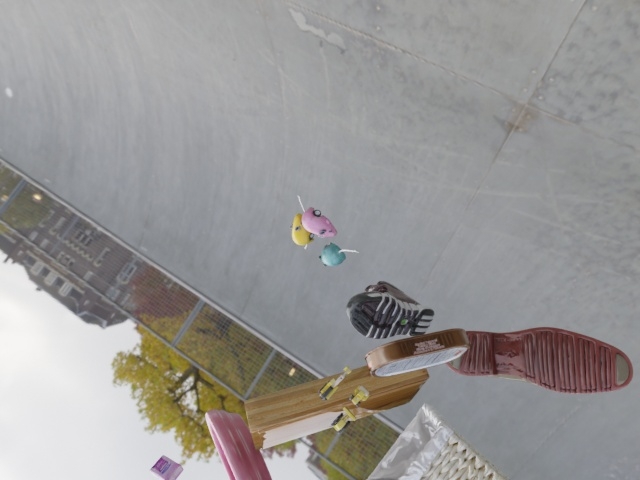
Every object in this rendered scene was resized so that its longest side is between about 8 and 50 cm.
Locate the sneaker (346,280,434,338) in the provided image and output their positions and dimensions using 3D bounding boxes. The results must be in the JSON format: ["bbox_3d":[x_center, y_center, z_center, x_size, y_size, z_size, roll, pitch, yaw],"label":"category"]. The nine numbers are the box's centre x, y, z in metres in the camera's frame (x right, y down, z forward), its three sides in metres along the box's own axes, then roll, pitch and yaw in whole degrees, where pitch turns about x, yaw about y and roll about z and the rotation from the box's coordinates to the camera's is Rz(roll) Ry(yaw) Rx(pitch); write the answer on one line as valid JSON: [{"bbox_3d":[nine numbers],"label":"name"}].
[{"bbox_3d":[0.133,0.153,1.049,0.281,0.106,0.162,19,-167,-41],"label":"sneaker"}]

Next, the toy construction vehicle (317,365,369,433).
[{"bbox_3d":[0.045,0.302,0.836,0.086,0.098,0.035,46,152,14],"label":"toy construction vehicle"}]

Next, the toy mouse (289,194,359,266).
[{"bbox_3d":[0.000,0.000,0.723,0.143,0.031,0.161,30,151,33],"label":"toy mouse"}]

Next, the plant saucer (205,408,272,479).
[{"bbox_3d":[-0.207,0.600,1.173,0.332,0.084,0.332,44,146,42],"label":"plant saucer"}]

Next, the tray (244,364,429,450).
[{"bbox_3d":[0.037,0.384,1.037,0.203,0.410,0.076,96,157,-54],"label":"tray"}]

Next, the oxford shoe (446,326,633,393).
[{"bbox_3d":[0.449,0.246,0.931,0.348,0.123,0.130,2,167,31],"label":"oxford shoe"}]

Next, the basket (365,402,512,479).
[{"bbox_3d":[0.294,0.653,1.127,0.266,0.331,0.328,40,174,13],"label":"basket"}]

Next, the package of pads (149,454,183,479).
[{"bbox_3d":[-0.392,0.586,1.117,0.083,0.050,0.032,-1,123,41],"label":"package of pads"}]

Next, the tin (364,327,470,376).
[{"bbox_3d":[0.172,0.199,0.769,0.106,0.189,0.040,101,157,-60],"label":"tin"}]
